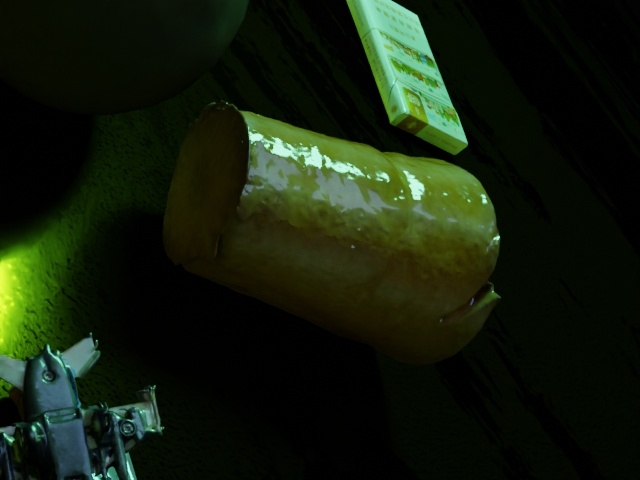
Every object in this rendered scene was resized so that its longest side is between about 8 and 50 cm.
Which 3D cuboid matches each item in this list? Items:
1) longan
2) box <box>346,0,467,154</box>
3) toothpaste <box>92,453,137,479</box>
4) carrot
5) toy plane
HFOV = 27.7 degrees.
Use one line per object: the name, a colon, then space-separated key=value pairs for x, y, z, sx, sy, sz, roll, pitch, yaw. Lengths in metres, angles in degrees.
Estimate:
longan: x=-0.173 y=-0.221 z=1.010 sx=0.258 sy=0.258 sz=0.258 roll=34 pitch=34 yaw=-27
box: x=0.103 y=-0.211 z=1.584 sx=0.122 sy=0.032 sz=0.220 roll=21 pitch=41 yaw=-42
toothpaste: x=-0.115 y=0.204 z=0.831 sx=0.045 sy=0.028 sz=0.170 roll=-9 pitch=62 yaw=-37
carrot: x=0.000 y=0.000 z=1.088 sx=0.254 sy=0.196 sz=0.196 roll=12 pitch=47 yaw=-35
toy plane: x=-0.155 y=0.150 z=0.803 sx=0.135 sy=0.062 sz=0.188 roll=-6 pitch=62 yaw=-24
